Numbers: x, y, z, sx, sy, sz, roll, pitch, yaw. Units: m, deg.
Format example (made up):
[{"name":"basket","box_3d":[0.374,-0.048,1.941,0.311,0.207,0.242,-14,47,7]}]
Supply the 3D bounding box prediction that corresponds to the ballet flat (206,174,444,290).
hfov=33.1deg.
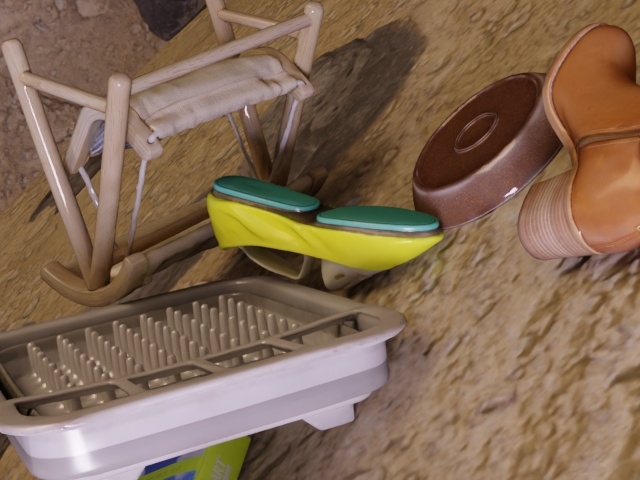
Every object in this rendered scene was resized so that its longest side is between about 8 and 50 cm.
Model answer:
[{"name":"ballet flat","box_3d":[0.000,0.000,0.905,0.231,0.077,0.077,13,19,33]}]

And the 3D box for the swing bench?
[{"name":"swing bench","box_3d":[-0.131,-0.086,1.021,0.165,0.254,0.253,22,37,37]}]

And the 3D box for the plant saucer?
[{"name":"plant saucer","box_3d":[0.135,-0.082,0.887,0.168,0.029,0.168,-38,22,18]}]

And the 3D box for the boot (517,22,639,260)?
[{"name":"boot","box_3d":[0.213,-0.077,0.681,0.152,0.073,0.197,-19,46,51]}]

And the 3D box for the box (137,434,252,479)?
[{"name":"box","box_3d":[-0.118,0.208,0.818,0.109,0.042,0.178,-27,28,36]}]

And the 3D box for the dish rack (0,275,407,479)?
[{"name":"dish rack","box_3d":[-0.114,0.101,0.821,0.286,0.072,0.333,-14,11,-22]}]
